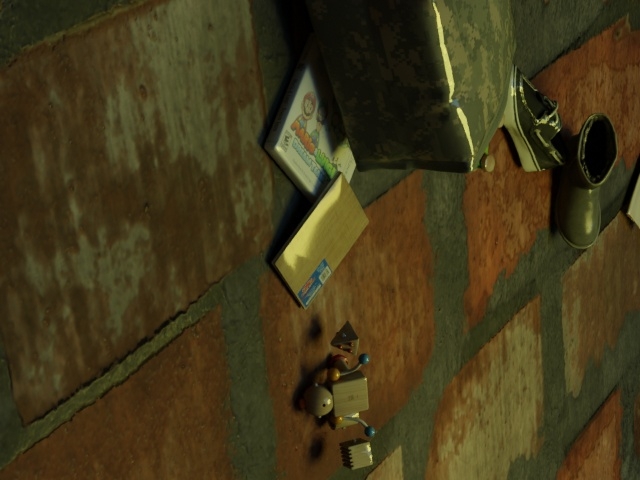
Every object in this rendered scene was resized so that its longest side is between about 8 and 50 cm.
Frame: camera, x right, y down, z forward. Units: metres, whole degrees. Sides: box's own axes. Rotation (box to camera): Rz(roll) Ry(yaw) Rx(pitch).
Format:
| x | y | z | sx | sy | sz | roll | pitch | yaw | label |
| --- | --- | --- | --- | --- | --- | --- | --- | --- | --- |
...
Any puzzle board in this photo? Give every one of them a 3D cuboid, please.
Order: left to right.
| x | y | z | sx | sy | sz | roll | pitch | yaw | label |
| --- | --- | --- | --- | --- | --- | --- | --- | --- | --- |
| 0.000 | 0.000 | 1.524 | 0.128 | 0.011 | 0.096 | -54 | 144 | -18 | puzzle board |

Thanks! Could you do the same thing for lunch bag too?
| x | y | z | sx | sy | sz | roll | pitch | yaw | label |
| --- | --- | --- | --- | --- | --- | --- | --- | --- | --- |
| 0.118 | -0.250 | 1.519 | 0.287 | 0.168 | 0.235 | -59 | 141 | -41 | lunch bag |

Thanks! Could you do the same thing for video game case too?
| x | y | z | sx | sy | sz | roll | pitch | yaw | label |
| --- | --- | --- | --- | --- | --- | --- | --- | --- | --- |
| 0.003 | -0.120 | 1.512 | 0.157 | 0.019 | 0.143 | 49 | 56 | -52 | video game case |

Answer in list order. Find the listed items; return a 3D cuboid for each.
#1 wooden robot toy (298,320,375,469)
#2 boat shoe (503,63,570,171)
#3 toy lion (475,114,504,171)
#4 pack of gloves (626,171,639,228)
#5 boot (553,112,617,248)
| x | y | z | sx | sy | sz | roll | pitch | yaw | label |
| --- | --- | --- | --- | --- | --- | --- | --- | --- | --- |
| 0.010 | 0.178 | 1.582 | 0.079 | 0.076 | 0.173 | -13 | 113 | -20 | wooden robot toy |
| 0.293 | -0.171 | 1.920 | 0.219 | 0.070 | 0.078 | 54 | 38 | -54 | boat shoe |
| 0.194 | -0.135 | 1.822 | 0.096 | 0.034 | 0.100 | 26 | 75 | -50 | toy lion |
| 0.592 | -0.098 | 2.501 | 0.195 | 0.046 | 0.232 | 41 | 59 | -42 | pack of gloves |
| 0.388 | -0.082 | 2.032 | 0.208 | 0.076 | 0.190 | 180 | -95 | -87 | boot |
